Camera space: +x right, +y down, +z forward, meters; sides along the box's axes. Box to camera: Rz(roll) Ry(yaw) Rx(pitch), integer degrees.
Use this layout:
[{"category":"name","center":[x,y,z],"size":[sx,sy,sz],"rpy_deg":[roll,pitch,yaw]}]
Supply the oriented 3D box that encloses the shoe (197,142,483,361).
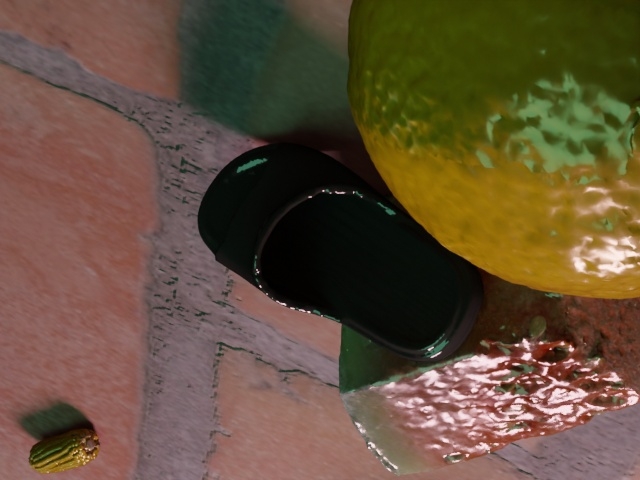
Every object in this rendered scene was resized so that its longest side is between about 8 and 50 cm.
[{"category":"shoe","center":[0.000,0.000,1.238],"size":[0.241,0.108,0.093],"rpy_deg":[30,-174,31]}]

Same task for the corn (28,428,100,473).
[{"category":"corn","center":[-0.245,0.203,1.686],"size":[0.092,0.037,0.037],"rpy_deg":[-18,119,41]}]

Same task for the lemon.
[{"category":"lemon","center":[0.150,-0.102,0.971],"size":[0.293,0.293,0.293],"rpy_deg":[17,137,17]}]

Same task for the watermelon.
[{"category":"watermelon","center":[0.142,0.066,1.272],"size":[0.257,0.140,0.193],"rpy_deg":[-5,135,25]}]
